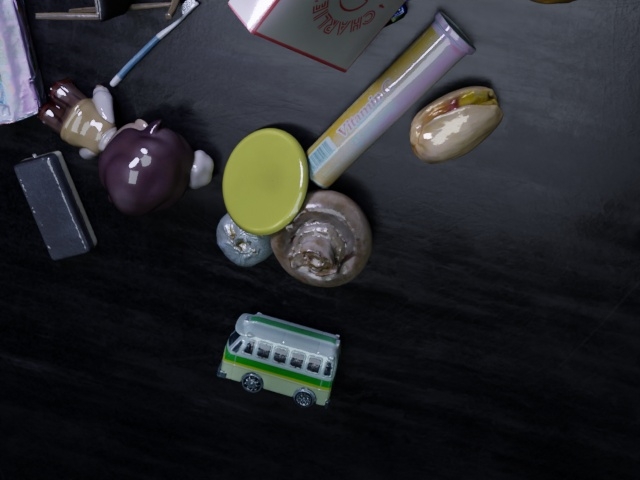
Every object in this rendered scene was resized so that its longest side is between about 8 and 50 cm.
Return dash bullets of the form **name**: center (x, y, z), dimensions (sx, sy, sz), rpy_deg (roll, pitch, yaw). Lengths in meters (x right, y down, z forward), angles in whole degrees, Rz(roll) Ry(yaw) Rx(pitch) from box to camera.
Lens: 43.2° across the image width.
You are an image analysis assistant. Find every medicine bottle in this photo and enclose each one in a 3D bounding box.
- **medicine bottle**: center (0.126, -0.282, 1.669), dimensions (0.108, 0.108, 0.426), rpy_deg (44, 113, -8)

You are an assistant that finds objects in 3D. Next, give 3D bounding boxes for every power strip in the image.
- **power strip**: center (-0.618, -0.086, 1.892), dimensions (0.105, 0.070, 0.257), rpy_deg (-13, 110, 12)

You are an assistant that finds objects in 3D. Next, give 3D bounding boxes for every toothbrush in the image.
- **toothbrush**: center (-0.364, -0.426, 1.740), dimensions (0.275, 0.019, 0.025), rpy_deg (-37, 96, 21)

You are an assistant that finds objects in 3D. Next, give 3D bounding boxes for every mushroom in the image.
- **mushroom**: center (0.000, 0.000, 1.759), dimensions (0.226, 0.178, 0.227), rpy_deg (7, 115, 15)

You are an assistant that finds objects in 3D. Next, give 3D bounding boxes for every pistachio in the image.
- **pistachio**: center (0.275, -0.237, 1.658), dimensions (0.200, 0.117, 0.145), rpy_deg (-31, 141, 12)

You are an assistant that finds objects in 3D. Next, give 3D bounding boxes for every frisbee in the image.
- **frisbee**: center (-0.123, -0.128, 1.746), dimensions (0.235, 0.017, 0.236), rpy_deg (-5, 81, 33)

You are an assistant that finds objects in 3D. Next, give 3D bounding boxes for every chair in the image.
- **chair**: center (-0.428, -0.537, 1.627), dimensions (0.272, 0.166, 0.188), rpy_deg (1, 111, 9)

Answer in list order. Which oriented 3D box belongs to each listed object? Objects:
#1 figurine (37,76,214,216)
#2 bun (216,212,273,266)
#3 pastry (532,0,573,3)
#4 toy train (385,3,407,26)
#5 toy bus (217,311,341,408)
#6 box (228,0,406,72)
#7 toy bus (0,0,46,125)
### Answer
- **figurine**: center (-0.441, -0.200, 1.785), dimensions (0.365, 0.206, 0.218), rpy_deg (38, 91, 20)
- **bun**: center (-0.172, -0.005, 1.838), dimensions (0.140, 0.083, 0.141), rpy_deg (5, 113, 11)
- **pastry**: center (0.436, -0.583, 1.464), dimensions (0.255, 0.162, 0.311), rpy_deg (-9, 111, 11)
- **toy train**: center (0.163, -0.509, 1.582), dimensions (0.204, 0.083, 0.131), rpy_deg (-20, 106, 19)
- **toy bus**: center (-0.090, 0.273, 1.906), dimensions (0.276, 0.134, 0.165), rpy_deg (16, 114, 2)
- **box**: center (-0.017, -0.534, 1.432), dimensions (0.312, 0.314, 0.300), rpy_deg (-46, 65, 22)
- **toy bus**: center (-0.692, -0.412, 1.760), dimensions (0.137, 0.112, 0.317), rpy_deg (-7, 111, 2)
